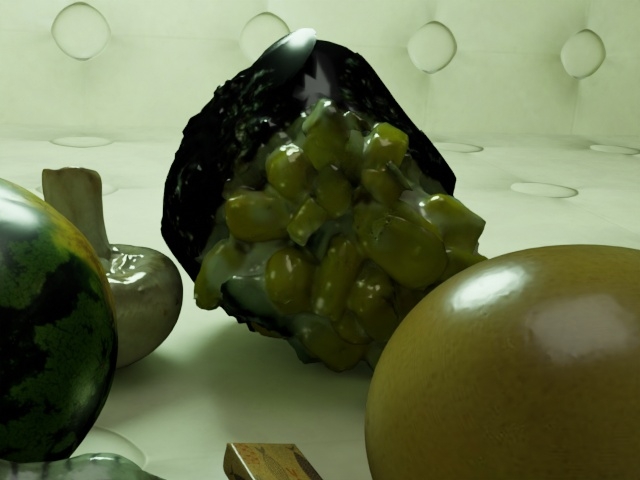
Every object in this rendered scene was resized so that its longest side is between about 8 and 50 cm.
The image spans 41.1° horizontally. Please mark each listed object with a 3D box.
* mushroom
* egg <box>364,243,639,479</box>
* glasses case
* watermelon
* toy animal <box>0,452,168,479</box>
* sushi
[{"bbox_3d":[-0.249,0.027,0.898,0.207,0.215,0.207,-2,11,0],"label":"mushroom"},{"bbox_3d":[0.191,0.126,0.579,0.322,0.250,0.250,-3,17,-3],"label":"egg"},{"bbox_3d":[-0.017,0.208,0.637,0.064,0.041,0.170,8,12,-28],"label":"glasses case"},{"bbox_3d":[-0.273,0.075,0.633,0.269,0.269,0.269,3,17,-1],"label":"watermelon"},{"bbox_3d":[-0.181,0.164,0.515,0.217,0.176,0.073,-2,18,-22],"label":"toy animal"},{"bbox_3d":[0.000,0.000,0.911,0.328,0.328,0.285,-30,43,14],"label":"sushi"}]
